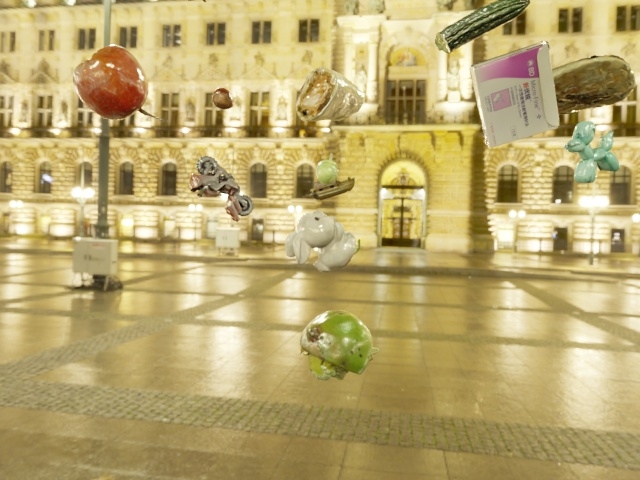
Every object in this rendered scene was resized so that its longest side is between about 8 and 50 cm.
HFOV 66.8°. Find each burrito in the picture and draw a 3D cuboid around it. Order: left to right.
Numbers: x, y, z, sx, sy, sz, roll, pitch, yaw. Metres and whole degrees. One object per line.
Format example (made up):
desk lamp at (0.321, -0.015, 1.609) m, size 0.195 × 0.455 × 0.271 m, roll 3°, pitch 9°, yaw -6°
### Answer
burrito at (0.032, -0.408, 1.384) m, size 0.105 × 0.143 × 0.299 m, roll 26°, pitch 20°, yaw 15°

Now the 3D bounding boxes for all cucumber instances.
cucumber at (0.454, -0.620, 1.378) m, size 0.265 × 0.077 × 0.077 m, roll -24°, pitch -9°, yaw 20°

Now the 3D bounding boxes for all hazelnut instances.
hazelnut at (-0.365, -0.530, 1.816) m, size 0.086 × 0.086 × 0.086 m, roll 2°, pitch 1°, yaw 0°

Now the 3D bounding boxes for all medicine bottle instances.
medicine bottle at (0.457, -0.341, 1.144) m, size 0.171 × 0.201 × 0.052 m, roll -14°, pitch 20°, yaw 12°

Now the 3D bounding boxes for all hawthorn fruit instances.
hawthorn fruit at (-0.697, -0.513, 1.623) m, size 0.234 × 0.263 × 0.231 m, roll -20°, pitch -7°, yaw 0°

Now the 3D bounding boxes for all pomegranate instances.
pomegranate at (0.079, 0.378, 1.737) m, size 0.260 × 0.261 × 0.340 m, roll 3°, pitch -11°, yaw 42°

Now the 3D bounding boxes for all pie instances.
pie at (0.764, -0.455, 1.476) m, size 0.338 × 0.077 × 0.339 m, roll -1°, pitch -10°, yaw 0°

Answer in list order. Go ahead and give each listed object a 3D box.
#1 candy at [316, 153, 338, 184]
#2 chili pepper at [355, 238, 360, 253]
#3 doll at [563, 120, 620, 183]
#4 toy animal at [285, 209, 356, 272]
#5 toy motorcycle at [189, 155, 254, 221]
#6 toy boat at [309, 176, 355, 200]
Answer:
candy at (0.037, -0.311, 1.992) m, size 0.092 × 0.093 × 0.336 m, roll -37°, pitch 15°, yaw 18°
chili pepper at (0.143, 0.030, 1.953) m, size 0.030 × 0.083 × 0.017 m, roll 33°, pitch 24°, yaw 20°
doll at (0.702, -0.233, 1.264) m, size 0.159 × 0.159 × 0.059 m, roll -17°, pitch 15°, yaw -14°
toy animal at (0.002, 0.008, 1.485) m, size 0.193 × 0.179 × 0.127 m, roll 24°, pitch 10°, yaw -27°
toy motorcycle at (-0.292, -0.139, 1.394) m, size 0.118 × 0.212 × 0.084 m, roll -48°, pitch 12°, yaw -29°
toy boat at (0.054, -0.250, 2.241) m, size 0.225 × 0.088 × 0.068 m, roll -15°, pitch 35°, yaw 16°
